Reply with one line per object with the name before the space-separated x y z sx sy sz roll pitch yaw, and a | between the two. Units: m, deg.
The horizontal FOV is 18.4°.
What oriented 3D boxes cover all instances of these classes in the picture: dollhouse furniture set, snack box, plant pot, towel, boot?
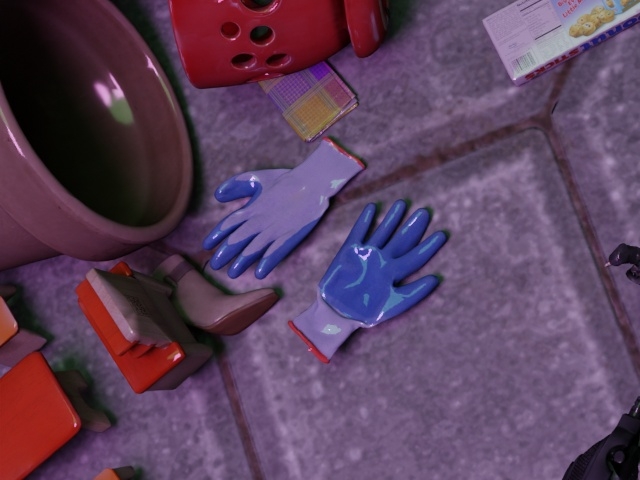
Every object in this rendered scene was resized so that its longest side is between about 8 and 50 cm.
dollhouse furniture set | -0.229 0.133 1.632 0.259 0.135 0.262 -41 68 14
snack box | 0.229 -0.199 1.659 0.178 0.022 0.064 -28 68 9
plant pot | -0.273 -0.072 1.687 0.229 0.263 0.263 -29 68 28
towel | -0.012 -0.130 1.724 0.060 0.009 0.083 -42 67 4
plant pot | -0.034 -0.228 1.658 0.174 0.191 0.191 -4 74 8
boot | -0.104 0.047 1.690 0.118 0.042 0.087 -33 63 2

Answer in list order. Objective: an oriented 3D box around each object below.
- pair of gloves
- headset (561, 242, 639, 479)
pair of gloves | 0.000 0.000 1.660 0.159 0.023 0.198 -43 70 -14
headset | 0.276 0.195 1.451 0.243 0.185 0.394 -6 85 16
